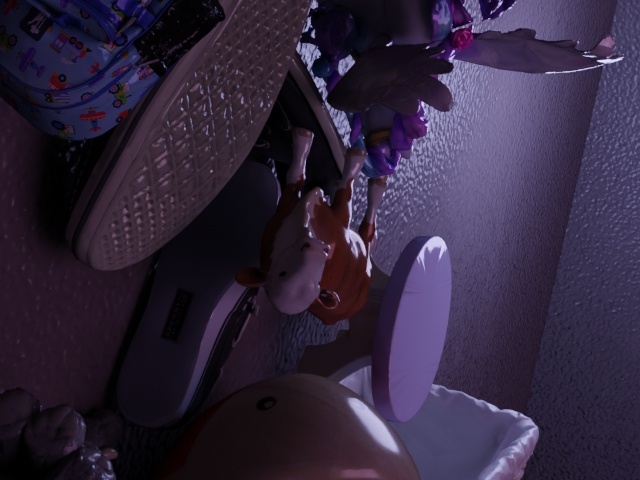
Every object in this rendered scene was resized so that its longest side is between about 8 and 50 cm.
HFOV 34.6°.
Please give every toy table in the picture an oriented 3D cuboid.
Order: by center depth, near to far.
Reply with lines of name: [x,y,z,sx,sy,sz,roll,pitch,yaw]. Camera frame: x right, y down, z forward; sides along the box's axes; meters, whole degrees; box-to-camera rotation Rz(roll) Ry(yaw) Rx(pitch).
toy table: [0.070,0.112,1.432,0.274,0.161,0.252,-61,142,-39]

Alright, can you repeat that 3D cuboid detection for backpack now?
backpack: [-0.186,-0.173,0.785,0.173,0.158,0.117,-48,165,-5]

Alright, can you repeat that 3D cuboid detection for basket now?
basket: [0.092,0.365,1.464,0.328,0.331,0.266,-19,122,-60]

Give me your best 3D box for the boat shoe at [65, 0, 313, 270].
boat shoe: [-0.119,-0.209,0.936,0.187,0.156,0.500,4,112,-66]

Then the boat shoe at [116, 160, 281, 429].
boat shoe: [-0.118,0.064,1.126,0.105,0.113,0.306,43,64,-69]

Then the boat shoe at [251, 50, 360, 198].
boat shoe: [-0.049,-0.136,1.160,0.113,0.127,0.340,-26,158,3]

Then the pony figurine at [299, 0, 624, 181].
pony figurine: [0.106,-0.245,1.134,0.303,0.351,0.363,-12,96,-25]

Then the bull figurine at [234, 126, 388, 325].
bull figurine: [0.000,0.000,1.072,0.310,0.101,0.188,57,47,-75]

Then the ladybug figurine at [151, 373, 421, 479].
ladybug figurine: [-0.055,0.277,1.170,0.449,0.305,0.162,124,-35,-55]

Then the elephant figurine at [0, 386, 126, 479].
elephant figurine: [-0.245,0.243,0.945,0.186,0.169,0.239,-34,159,-13]
